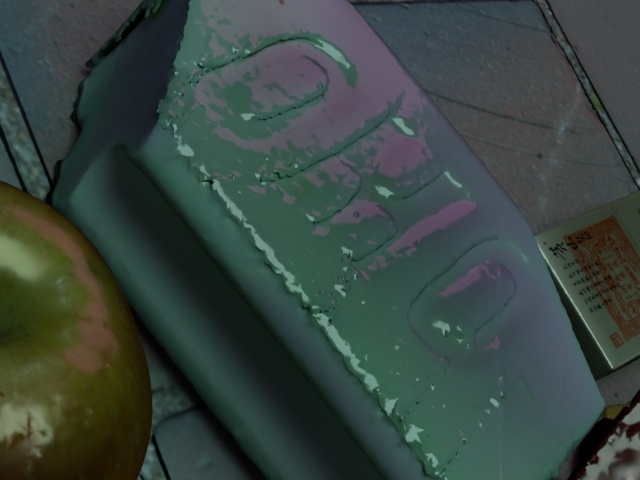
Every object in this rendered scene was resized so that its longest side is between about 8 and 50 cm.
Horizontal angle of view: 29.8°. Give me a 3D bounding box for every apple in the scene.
[{"bbox_3d":[-0.204,0.079,0.667,0.210,0.173,0.234,12,47,-25],"label":"apple"}]

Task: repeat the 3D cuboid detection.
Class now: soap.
[{"bbox_3d":[0.000,0.000,0.873,0.446,0.156,0.261,52,46,4],"label":"soap"}]

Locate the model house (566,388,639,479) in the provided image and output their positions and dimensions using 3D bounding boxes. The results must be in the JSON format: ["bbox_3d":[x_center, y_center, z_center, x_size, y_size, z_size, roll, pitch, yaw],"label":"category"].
[{"bbox_3d":[0.206,0.256,0.829,0.196,0.160,0.254,41,57,15],"label":"model house"}]

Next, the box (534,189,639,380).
[{"bbox_3d":[0.269,0.041,1.109,0.201,0.058,0.141,-18,75,-41],"label":"box"}]

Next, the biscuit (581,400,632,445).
[{"bbox_3d":[0.325,0.261,1.018,0.269,0.051,0.376,37,48,-10],"label":"biscuit"}]
